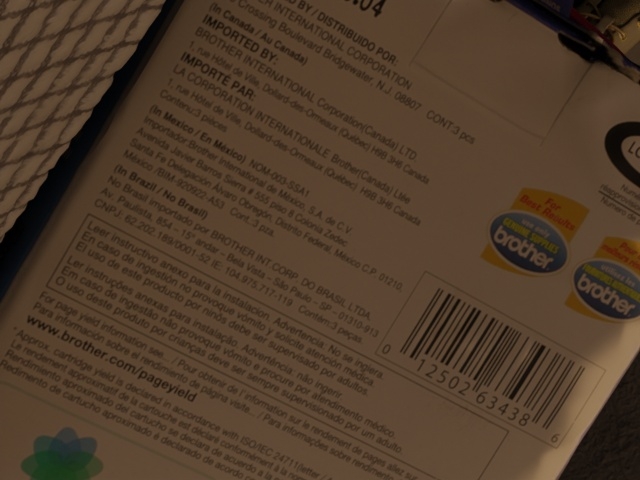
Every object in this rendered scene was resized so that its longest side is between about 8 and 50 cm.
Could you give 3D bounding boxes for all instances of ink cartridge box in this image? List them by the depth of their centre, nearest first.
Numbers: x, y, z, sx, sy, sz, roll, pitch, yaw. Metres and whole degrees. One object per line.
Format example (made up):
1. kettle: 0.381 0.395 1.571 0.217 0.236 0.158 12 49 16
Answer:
1. ink cartridge box: 0.000 0.000 0.847 0.395 0.270 0.151 -58 -155 8

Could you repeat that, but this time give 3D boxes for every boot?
1. boot: 0.240 -0.185 1.713 0.165 0.077 0.213 -41 174 -14

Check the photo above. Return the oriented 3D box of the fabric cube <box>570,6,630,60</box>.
1. fabric cube: 0.040 -0.024 1.126 0.259 0.254 0.258 -44 169 -2

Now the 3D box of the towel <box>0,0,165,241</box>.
1. towel: -0.181 -0.043 0.637 0.284 0.121 0.235 -53 168 32
